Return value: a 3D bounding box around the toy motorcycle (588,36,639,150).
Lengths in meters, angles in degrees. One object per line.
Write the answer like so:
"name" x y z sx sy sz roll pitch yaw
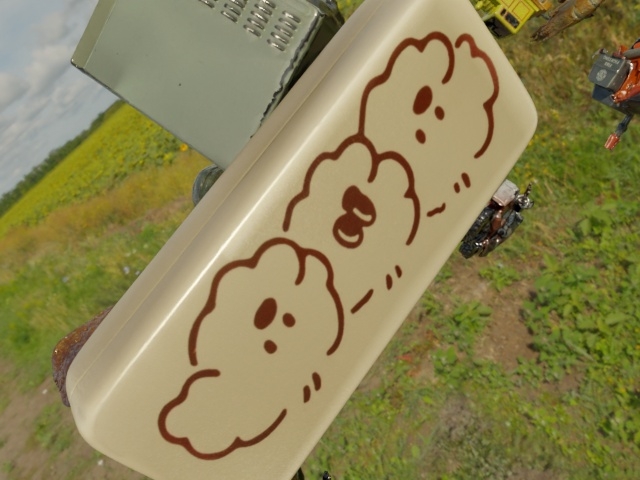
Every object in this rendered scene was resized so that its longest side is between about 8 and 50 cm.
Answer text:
"toy motorcycle" 0.563 -0.213 0.937 0.221 0.148 0.325 -62 29 21

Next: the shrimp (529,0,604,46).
"shrimp" 0.377 -0.363 0.888 0.162 0.045 0.095 148 128 -61

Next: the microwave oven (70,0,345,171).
"microwave oven" -0.075 -0.225 0.769 0.218 0.286 0.355 -59 -16 12

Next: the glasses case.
"glasses case" 0.000 0.000 0.379 0.336 0.144 0.076 -54 32 -9

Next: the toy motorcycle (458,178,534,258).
"toy motorcycle" 0.423 -0.074 1.411 0.207 0.134 0.401 -46 -19 -4

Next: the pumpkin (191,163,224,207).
"pumpkin" -0.168 -0.098 1.280 0.224 0.224 0.157 -163 77 -65

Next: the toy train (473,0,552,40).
"toy train" 0.334 -0.467 1.087 0.127 0.219 0.089 -52 14 -1

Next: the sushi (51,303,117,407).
"sushi" -0.239 0.155 0.828 0.179 0.296 0.166 -22 67 29

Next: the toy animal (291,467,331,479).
"toy animal" -0.059 0.402 0.896 0.116 0.180 0.218 -62 15 4
